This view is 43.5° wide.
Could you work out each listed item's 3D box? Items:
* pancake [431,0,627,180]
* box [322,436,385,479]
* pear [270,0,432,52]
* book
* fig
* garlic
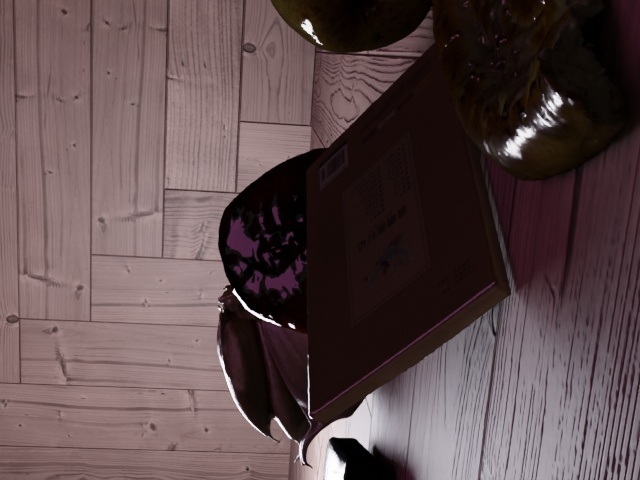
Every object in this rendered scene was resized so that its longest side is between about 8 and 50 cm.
[{"bbox_3d":[0.118,-0.150,0.523,0.377,0.054,0.198,-100,15,-65],"label":"pancake"},{"bbox_3d":[0.037,0.414,1.036,0.289,0.073,0.290,122,151,-81],"label":"box"},{"bbox_3d":[0.032,-0.292,0.809,0.229,0.188,0.211,100,179,-53],"label":"pear"},{"bbox_3d":[0.058,-0.020,0.711,0.217,0.021,0.310,-42,34,35],"label":"book"},{"bbox_3d":[-0.005,-0.003,0.969,0.263,0.223,0.224,-83,-2,-62],"label":"fig"},{"bbox_3d":[-0.031,0.161,1.140,0.292,0.237,0.210,59,179,9],"label":"garlic"}]
